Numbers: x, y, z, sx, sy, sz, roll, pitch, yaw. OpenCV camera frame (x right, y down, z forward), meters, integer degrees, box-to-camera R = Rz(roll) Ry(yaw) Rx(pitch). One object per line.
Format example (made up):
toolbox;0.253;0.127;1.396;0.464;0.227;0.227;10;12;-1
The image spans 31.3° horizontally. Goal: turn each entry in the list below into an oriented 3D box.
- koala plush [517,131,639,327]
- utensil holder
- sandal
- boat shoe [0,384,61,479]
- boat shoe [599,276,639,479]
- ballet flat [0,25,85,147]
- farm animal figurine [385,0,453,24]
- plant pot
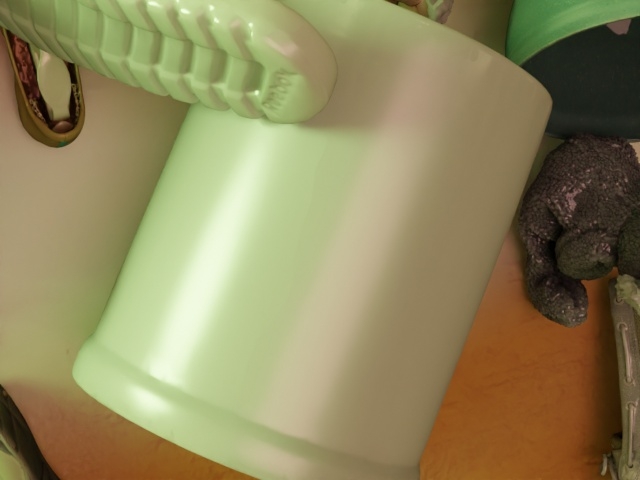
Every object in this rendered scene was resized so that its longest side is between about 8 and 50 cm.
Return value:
koala plush;0.336;0.004;1.200;0.196;0.221;0.203;-33;125;-13
utensil holder;0.000;0.000;1.040;0.327;0.327;0.386;23;88;-23
sandal;-0.164;-0.207;0.909;0.416;0.169;0.102;25;67;13
boat shoe;-0.293;0.291;1.092;0.130;0.132;0.355;-29;100;-4
boat shoe;0.377;0.201;1.345;0.118;0.103;0.321;-25;119;-63
ballet flat;-0.252;-0.198;1.033;0.080;0.073;0.232;-17;105;-18
farm animal figurine;0.161;-0.389;1.049;0.172;0.330;0.327;-13;88;-44
plant pot;0.326;-0.245;1.162;0.293;0.293;0.196;8;70;-22
